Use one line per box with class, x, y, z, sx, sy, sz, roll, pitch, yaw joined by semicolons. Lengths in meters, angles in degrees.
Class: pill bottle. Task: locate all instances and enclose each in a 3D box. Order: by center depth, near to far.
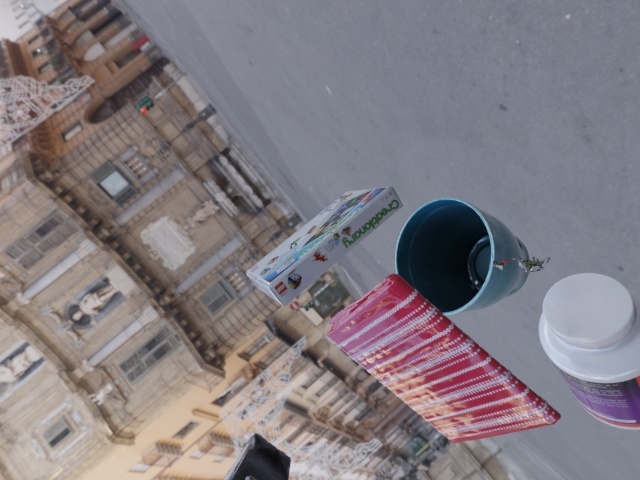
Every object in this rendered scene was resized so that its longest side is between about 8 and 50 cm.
pill bottle;0.516;0.199;0.728;0.323;0.181;0.181;45;179;-33

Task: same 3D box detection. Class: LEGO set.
LEGO set;0.309;0.040;0.620;0.054;0.083;0.024;-37;-57;-69

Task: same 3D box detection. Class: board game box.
board game box;0.000;0.000;0.824;0.053;0.305;0.193;56;164;-16

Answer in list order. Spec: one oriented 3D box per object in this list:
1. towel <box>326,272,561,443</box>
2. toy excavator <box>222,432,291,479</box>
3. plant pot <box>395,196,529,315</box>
towel;0.151;0.174;0.567;0.274;0.031;0.199;40;139;1
toy excavator;-0.084;0.402;0.219;0.222;0.446;0.433;34;164;3
plant pot;0.372;0.051;1.002;0.255;0.272;0.271;9;-157;-36
